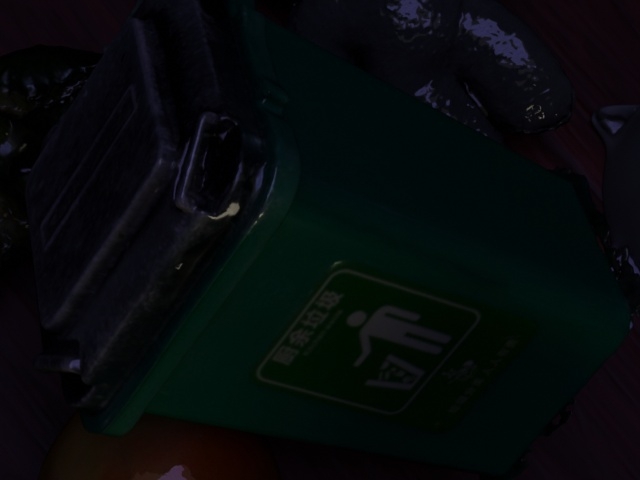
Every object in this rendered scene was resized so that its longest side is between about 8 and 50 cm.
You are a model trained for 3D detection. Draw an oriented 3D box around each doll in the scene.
[{"bbox_3d":[0.056,-0.202,1.481,0.246,0.158,0.340,-42,98,13],"label":"doll"}]

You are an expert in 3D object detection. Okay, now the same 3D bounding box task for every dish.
[{"bbox_3d":[0.327,-0.042,1.478,0.228,0.086,0.236,-21,76,-14],"label":"dish"}]

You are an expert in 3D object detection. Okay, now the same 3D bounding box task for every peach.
[{"bbox_3d":[-0.114,0.184,1.304,0.184,0.184,0.184,2,72,-7],"label":"peach"}]

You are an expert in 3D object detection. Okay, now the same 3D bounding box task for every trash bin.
[{"bbox_3d":[0.000,0.000,1.273,0.381,0.259,0.295,21,32,-29],"label":"trash bin"}]

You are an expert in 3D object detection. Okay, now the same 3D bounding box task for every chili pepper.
[{"bbox_3d":[-0.253,-0.041,1.393,0.264,0.116,0.148,-44,56,-14],"label":"chili pepper"}]
